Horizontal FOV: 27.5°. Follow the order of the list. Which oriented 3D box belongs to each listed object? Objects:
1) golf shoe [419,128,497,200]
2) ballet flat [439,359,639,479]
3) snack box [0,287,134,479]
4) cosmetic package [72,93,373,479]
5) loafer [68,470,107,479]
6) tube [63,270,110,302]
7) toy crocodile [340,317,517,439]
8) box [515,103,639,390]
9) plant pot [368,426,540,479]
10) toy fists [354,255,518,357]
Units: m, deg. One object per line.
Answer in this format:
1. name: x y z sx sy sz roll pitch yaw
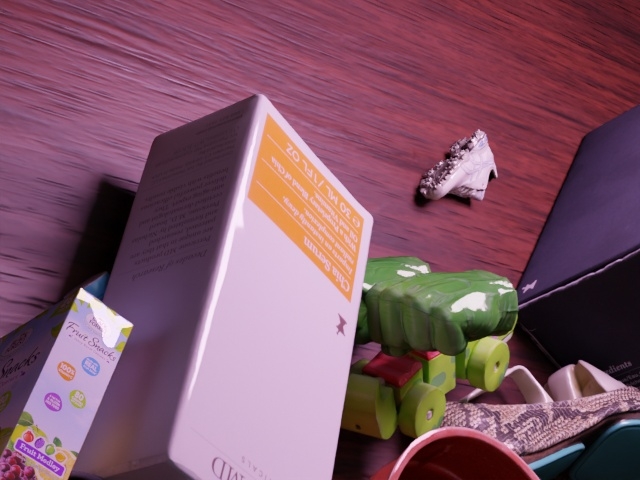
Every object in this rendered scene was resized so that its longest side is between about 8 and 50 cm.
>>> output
1. golf shoe: 0.206 -0.088 1.850 0.176 0.069 0.086 -42 104 -47
2. ballet flat: 0.312 0.240 1.716 0.482 0.164 0.182 1 47 -42
3. snack box: -0.270 0.163 1.162 0.070 0.174 0.207 40 45 -23
4. cosmetic package: -0.094 0.098 1.332 0.230 0.161 0.453 46 39 -36
5. loafer: -0.153 0.338 1.138 0.303 0.109 0.095 59 24 -19
6. tube: -0.190 0.131 1.356 0.080 0.052 0.207 -39 102 -46
7. toy crocodile: 0.130 0.145 1.568 0.340 0.115 0.105 -28 126 -44
8. box: 0.588 0.073 1.962 0.472 0.297 0.480 45 44 -13
9. plant pot: 0.074 0.356 1.318 0.272 0.265 0.272 22 54 -34
10. toy fists: 0.089 0.076 1.500 0.142 0.279 0.096 -3 99 -34
